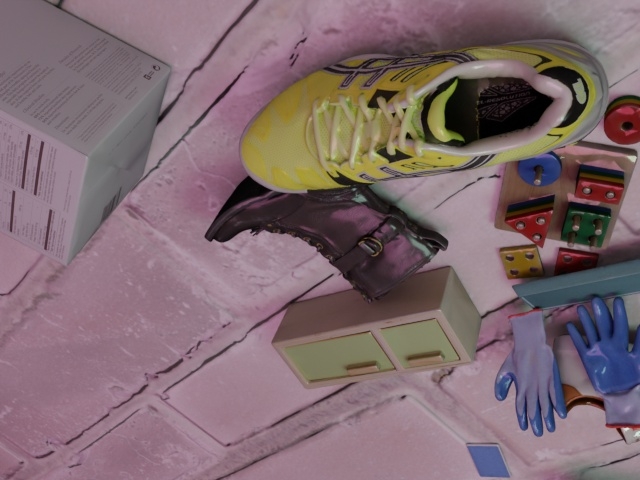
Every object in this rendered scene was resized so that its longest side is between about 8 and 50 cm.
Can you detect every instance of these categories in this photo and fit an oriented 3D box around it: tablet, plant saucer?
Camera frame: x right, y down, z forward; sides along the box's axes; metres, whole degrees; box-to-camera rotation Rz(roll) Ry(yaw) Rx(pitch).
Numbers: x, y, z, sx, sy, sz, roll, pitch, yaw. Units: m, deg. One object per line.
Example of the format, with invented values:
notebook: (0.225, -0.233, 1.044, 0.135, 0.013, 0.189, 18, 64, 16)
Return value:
tablet: (0.272, 0.355, 1.198, 0.054, 0.006, 0.083, -8, 124, 28)
plant saucer: (0.330, 0.053, 0.885, 0.192, 0.018, 0.067, -15, 146, 36)

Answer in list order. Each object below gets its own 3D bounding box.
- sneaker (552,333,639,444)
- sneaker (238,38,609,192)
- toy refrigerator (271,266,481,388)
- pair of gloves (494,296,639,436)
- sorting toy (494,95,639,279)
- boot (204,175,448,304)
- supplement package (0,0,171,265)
sneaker: (0.427, 0.197, 0.902, 0.290, 0.123, 0.106, 4, 159, 26)
sneaker: (0.080, -0.129, 0.739, 0.384, 0.147, 0.145, -11, 95, 23)
toy refrigerator: (0.073, 0.129, 1.026, 0.269, 0.094, 0.102, -16, 121, 32)
pair of gloves: (0.301, 0.155, 0.903, 0.198, 0.159, 0.023, -14, 165, 34)
sorting toy: (0.268, -0.038, 0.834, 0.132, 0.046, 0.275, 12, 133, 13)
boot: (0.000, 0.000, 0.948, 0.263, 0.091, 0.229, -30, 112, 36)
supplement package: (-0.357, -0.148, 0.893, 0.262, 0.199, 0.198, 28, 134, -2)
